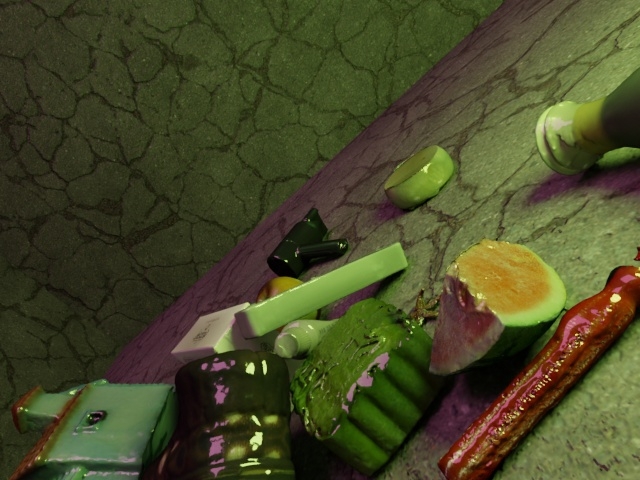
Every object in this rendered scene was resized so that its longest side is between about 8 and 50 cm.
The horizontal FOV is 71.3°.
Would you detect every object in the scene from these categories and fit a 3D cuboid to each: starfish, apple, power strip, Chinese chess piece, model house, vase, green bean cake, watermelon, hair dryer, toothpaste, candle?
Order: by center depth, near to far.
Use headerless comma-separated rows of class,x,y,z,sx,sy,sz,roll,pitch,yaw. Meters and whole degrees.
candle,0.246,0.135,0.473,0.329,0.048,0.051,-46,24,-1
watermelon,0.218,0.100,0.564,0.231,0.128,0.146,-21,-48,-47
vase,0.442,-0.175,0.570,0.173,0.173,0.321,-50,12,-16
green bean cake,0.066,0.199,0.650,0.214,0.113,0.200,-48,17,-7
starfish,0.173,0.116,0.749,0.091,0.028,0.078,-40,22,8
toothpaste,-0.019,0.176,0.824,0.099,0.068,0.282,1,-6,15
power strip,0.022,0.089,0.871,0.386,0.062,0.091,-21,-4,-28
model house,-0.473,0.431,0.891,0.294,0.330,0.251,-89,8,-65
apple,-0.085,0.167,1.054,0.163,0.147,0.146,-55,18,-27
Chinese chess piece,0.255,-0.163,1.163,0.188,0.083,0.188,-40,13,11
hair dryer,0.000,0.000,1.389,0.303,0.116,0.244,-7,39,48

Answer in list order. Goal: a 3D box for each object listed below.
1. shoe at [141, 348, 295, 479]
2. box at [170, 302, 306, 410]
shoe,-0.173,0.306,0.704,0.384,0.172,0.237,-46,39,45
box,-0.172,0.254,0.948,0.274,0.203,0.116,-25,24,53
